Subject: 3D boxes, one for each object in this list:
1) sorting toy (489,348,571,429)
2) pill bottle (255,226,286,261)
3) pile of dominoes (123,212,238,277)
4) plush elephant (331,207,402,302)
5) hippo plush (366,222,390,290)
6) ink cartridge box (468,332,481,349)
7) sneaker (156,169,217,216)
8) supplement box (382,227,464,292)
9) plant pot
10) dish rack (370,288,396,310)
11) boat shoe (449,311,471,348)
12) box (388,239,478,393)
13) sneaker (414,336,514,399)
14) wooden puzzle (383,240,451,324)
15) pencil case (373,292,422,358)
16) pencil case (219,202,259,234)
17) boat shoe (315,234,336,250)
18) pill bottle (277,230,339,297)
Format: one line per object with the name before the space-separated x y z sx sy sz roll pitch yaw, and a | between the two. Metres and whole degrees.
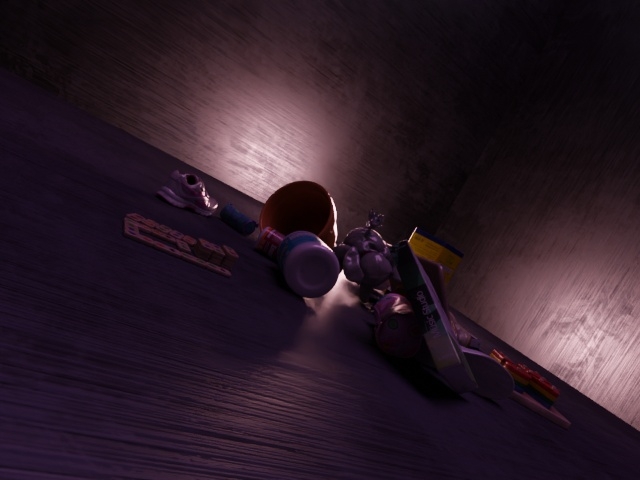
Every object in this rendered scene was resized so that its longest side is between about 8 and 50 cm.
sorting toy | 0.671 0.471 1.493 0.257 0.089 0.255 30 5 -2
pill bottle | -0.126 0.027 1.441 0.152 0.086 0.086 30 4 9
pile of dominoes | -0.305 -0.006 0.989 0.251 0.040 0.196 27 5 -31
plush elephant | 0.170 0.090 1.587 0.271 0.330 0.255 8 42 -8
hippo plush | 0.224 0.132 2.082 0.294 0.234 0.237 48 -19 25
ink cartridge box | 0.634 0.424 2.077 0.206 0.045 0.208 33 4 42
sneaker | -0.418 -0.158 1.491 0.103 0.111 0.252 31 5 21
supplement box | 0.490 0.153 2.163 0.195 0.357 0.194 25 7 -44
plant pot | -0.061 -0.054 1.716 0.290 0.291 0.203 32 -11 31
dish rack | 0.282 0.255 1.560 0.208 0.074 0.271 30 5 19
boat shoe | 0.490 0.333 1.797 0.089 0.105 0.285 30 4 -25
box | 0.268 0.183 1.073 0.232 0.058 0.322 49 19 -50
sneaker | 0.383 0.321 1.248 0.292 0.108 0.169 28 8 -1
wooden puzzle | 0.380 0.175 1.717 0.347 0.080 0.322 30 -39 55
pencil case | 0.198 0.216 1.183 0.124 0.124 0.284 30 6 4
pencil case | -0.299 -0.077 1.638 0.151 0.065 0.070 33 31 34
boat shoe | 0.000 0.000 2.251 0.130 0.132 0.355 26 7 -31
pill bottle | -0.044 0.056 1.263 0.146 0.146 0.264 28 4 -15
